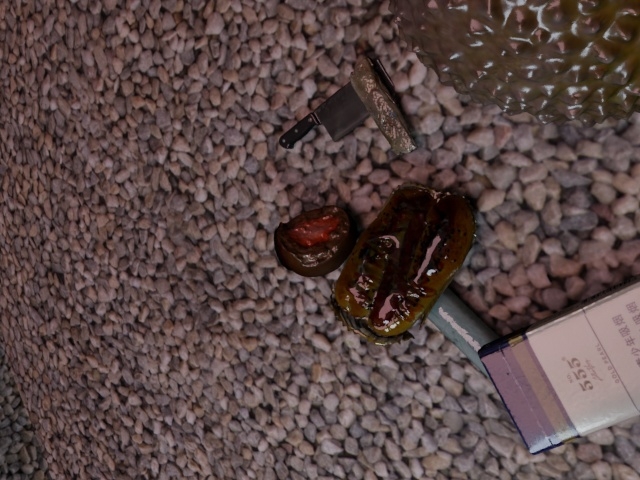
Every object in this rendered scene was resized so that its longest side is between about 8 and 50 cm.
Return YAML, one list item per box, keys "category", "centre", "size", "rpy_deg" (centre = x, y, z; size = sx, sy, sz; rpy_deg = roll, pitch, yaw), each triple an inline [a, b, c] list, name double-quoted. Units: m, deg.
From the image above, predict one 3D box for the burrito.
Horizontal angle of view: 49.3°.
- category: "burrito"
  centre: [0.100, -0.210, 1.113]
  size: [0.051, 0.042, 0.171]
  rpy_deg: [-36, 83, 43]

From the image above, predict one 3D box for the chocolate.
- category: "chocolate"
  centre: [0.000, 0.000, 1.195]
  size: [0.133, 0.127, 0.124]
  rpy_deg: [-5, 82, 27]

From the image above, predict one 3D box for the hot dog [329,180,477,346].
- category: "hot dog"
  centre: [0.125, 0.031, 1.077]
  size: [0.162, 0.082, 0.270]
  rpy_deg: [33, 93, 22]

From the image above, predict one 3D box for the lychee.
- category: "lychee"
  centre: [0.268, -0.318, 0.768]
  size: [0.432, 0.380, 0.380]
  rpy_deg: [33, 120, 8]

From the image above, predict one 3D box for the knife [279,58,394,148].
- category: "knife"
  centre: [0.024, -0.210, 1.189]
  size: [0.245, 0.019, 0.072]
  rpy_deg: [-32, 83, 36]

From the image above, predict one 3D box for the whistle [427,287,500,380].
- category: "whistle"
  centre: [0.224, 0.136, 1.102]
  size: [0.312, 0.062, 0.062]
  rpy_deg: [46, 124, 19]

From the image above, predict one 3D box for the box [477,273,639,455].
- category: "box"
  centre: [0.369, 0.173, 0.962]
  size: [0.259, 0.071, 0.168]
  rpy_deg: [-29, 84, 24]
